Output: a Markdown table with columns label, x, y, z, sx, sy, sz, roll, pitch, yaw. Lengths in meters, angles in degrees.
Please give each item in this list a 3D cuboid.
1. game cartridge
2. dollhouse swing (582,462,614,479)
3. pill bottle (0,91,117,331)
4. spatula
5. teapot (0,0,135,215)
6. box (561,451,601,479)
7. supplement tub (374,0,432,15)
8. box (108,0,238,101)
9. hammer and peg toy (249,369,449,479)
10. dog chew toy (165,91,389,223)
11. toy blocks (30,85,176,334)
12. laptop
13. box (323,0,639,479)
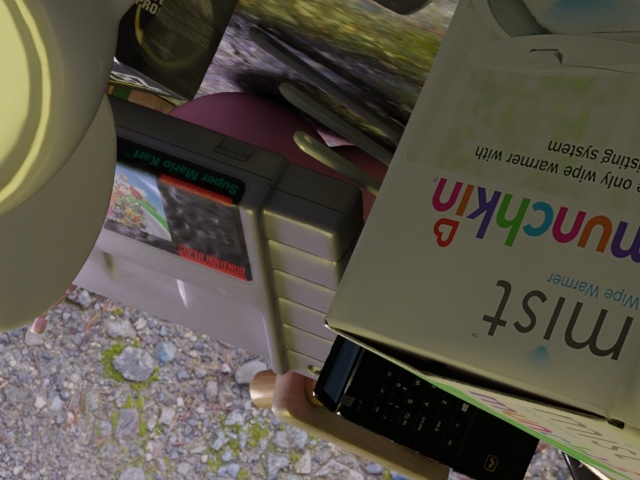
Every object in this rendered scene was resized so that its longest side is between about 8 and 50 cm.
| label | x | y | z | sx | sy | sz | roll | pitch | yaw |
| --- | --- | --- | --- | --- | --- | --- | --- | --- | --- |
| game cartridge | -0.132 | -0.016 | 1.334 | 0.355 | 0.068 | 0.230 | 20 | 154 | 18 |
| dollhouse swing | 0.273 | 0.094 | 1.023 | 0.346 | 0.315 | 0.305 | 26 | 162 | -23 |
| pill bottle | -0.323 | -0.077 | 1.140 | 0.361 | 0.204 | 0.204 | 18 | 172 | 24 |
| spatula | 0.050 | -0.060 | 1.303 | 0.242 | 0.019 | 0.168 | 32 | -155 | -39 |
| teapot | -0.216 | -0.137 | 0.911 | 0.256 | 0.252 | 0.187 | 31 | -145 | -15 |
| box | 0.204 | 0.075 | 1.092 | 0.183 | 0.056 | 0.231 | 20 | -146 | -32 |
| supplement tub | -0.032 | -0.162 | 0.698 | 0.197 | 0.106 | 0.106 | 25 | 173 | -20 |
| box | -0.292 | -0.216 | 1.220 | 0.318 | 0.097 | 0.395 | 31 | 170 | -40 |
| hammer and peg toy | 0.095 | 0.111 | 1.777 | 0.127 | 0.266 | 0.361 | -7 | 153 | 40 |
| dog chew toy | 0.000 | 0.000 | 1.539 | 0.331 | 0.207 | 0.206 | 17 | 175 | -13 |
| toy blocks | -0.238 | -0.032 | 1.783 | 0.308 | 0.260 | 0.288 | 23 | 173 | 7 |
| laptop | 0.113 | 0.033 | 1.193 | 0.264 | 0.234 | 0.136 | 28 | 173 | -29 |
| box | 0.162 | -0.017 | 0.637 | 0.126 | 0.231 | 0.262 | 17 | 172 | 43 |
